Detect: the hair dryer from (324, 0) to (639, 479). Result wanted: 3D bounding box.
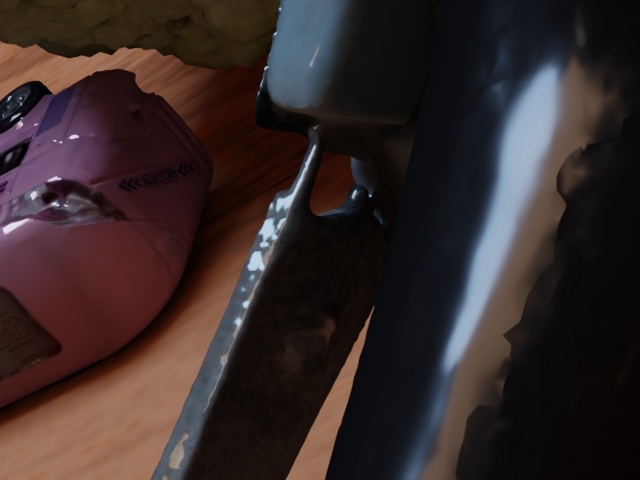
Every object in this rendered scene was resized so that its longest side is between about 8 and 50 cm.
[{"bbox_3d":[0.008,-0.070,0.261,0.120,0.359,0.303,17,67,36],"label":"hair dryer"}]

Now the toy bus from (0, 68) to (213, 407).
[{"bbox_3d":[-0.128,0.019,0.624,0.203,0.063,0.090,-26,30,29],"label":"toy bus"}]

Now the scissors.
[{"bbox_3d":[-0.001,0.000,0.412,0.029,0.191,0.360,20,80,42],"label":"scissors"}]

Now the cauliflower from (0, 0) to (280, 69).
[{"bbox_3d":[-0.046,-0.181,0.579,0.275,0.250,0.272,1,23,27],"label":"cauliflower"}]
